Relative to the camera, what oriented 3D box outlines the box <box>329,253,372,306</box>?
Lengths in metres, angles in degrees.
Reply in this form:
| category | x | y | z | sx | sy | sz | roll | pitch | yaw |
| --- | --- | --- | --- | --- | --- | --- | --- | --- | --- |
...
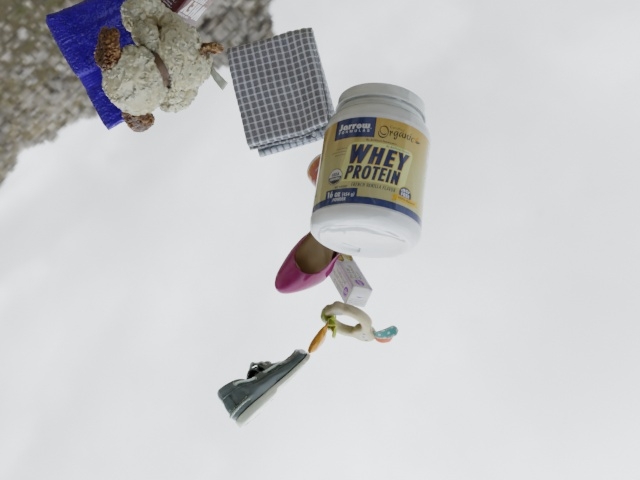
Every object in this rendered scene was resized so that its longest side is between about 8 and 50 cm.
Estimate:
| category | x | y | z | sx | sy | sz | roll | pitch | yaw |
| --- | --- | --- | --- | --- | --- | --- | --- | --- | --- |
| box | 0.053 | 0.066 | 2.122 | 0.063 | 0.067 | 0.324 | -67 | -152 | 24 |

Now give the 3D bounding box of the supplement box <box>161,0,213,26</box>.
| category | x | y | z | sx | sy | sz | roll | pitch | yaw |
| --- | --- | --- | --- | --- | --- | --- | --- | --- | --- |
| supplement box | -0.397 | -0.700 | 2.047 | 0.194 | 0.191 | 0.129 | -47 | 172 | 14 |

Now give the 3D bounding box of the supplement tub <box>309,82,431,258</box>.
| category | x | y | z | sx | sy | sz | roll | pitch | yaw |
| --- | --- | --- | --- | --- | --- | --- | --- | --- | --- |
| supplement tub | 0.109 | -0.143 | 1.570 | 0.228 | 0.228 | 0.316 | -15 | -121 | 47 |

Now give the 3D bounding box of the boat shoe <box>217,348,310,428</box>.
| category | x | y | z | sx | sy | sz | roll | pitch | yaw |
| --- | --- | --- | --- | --- | --- | --- | --- | --- | --- |
| boat shoe | -0.123 | 0.309 | 1.724 | 0.116 | 0.099 | 0.319 | -53 | 170 | 29 |

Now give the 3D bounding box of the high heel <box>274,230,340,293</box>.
| category | x | y | z | sx | sy | sz | roll | pitch | yaw |
| --- | --- | --- | --- | --- | --- | --- | --- | --- | --- |
| high heel | 0.000 | 0.000 | 1.885 | 0.377 | 0.127 | 0.181 | -45 | 162 | 12 |

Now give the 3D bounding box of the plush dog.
| category | x | y | z | sx | sy | sz | roll | pitch | yaw |
| --- | --- | --- | --- | --- | --- | --- | --- | --- | --- |
| plush dog | -0.331 | -0.338 | 1.505 | 0.211 | 0.262 | 0.225 | 18 | -132 | 41 |

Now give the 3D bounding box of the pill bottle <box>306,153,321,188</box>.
| category | x | y | z | sx | sy | sz | roll | pitch | yaw |
| --- | --- | --- | --- | --- | --- | --- | --- | --- | --- |
| pill bottle | 0.058 | -0.159 | 2.249 | 0.121 | 0.121 | 0.216 | -41 | -126 | 6 |

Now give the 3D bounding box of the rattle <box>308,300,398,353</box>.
| category | x | y | z | sx | sy | sz | roll | pitch | yaw |
| --- | --- | --- | --- | --- | --- | --- | --- | --- | --- |
| rattle | 0.086 | 0.244 | 1.851 | 0.130 | 0.200 | 0.142 | -43 | -160 | 35 |

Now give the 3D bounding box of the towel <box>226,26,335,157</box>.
| category | x | y | z | sx | sy | sz | roll | pitch | yaw |
| --- | --- | --- | --- | --- | --- | --- | --- | --- | --- |
| towel | -0.096 | -0.373 | 1.896 | 0.235 | 0.283 | 0.121 | -14 | 173 | 4 |

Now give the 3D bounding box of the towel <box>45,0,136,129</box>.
| category | x | y | z | sx | sy | sz | roll | pitch | yaw |
| --- | --- | --- | --- | --- | --- | --- | --- | --- | --- |
| towel | -0.503 | -0.456 | 1.867 | 0.228 | 0.308 | 0.076 | -37 | -163 | -29 |
